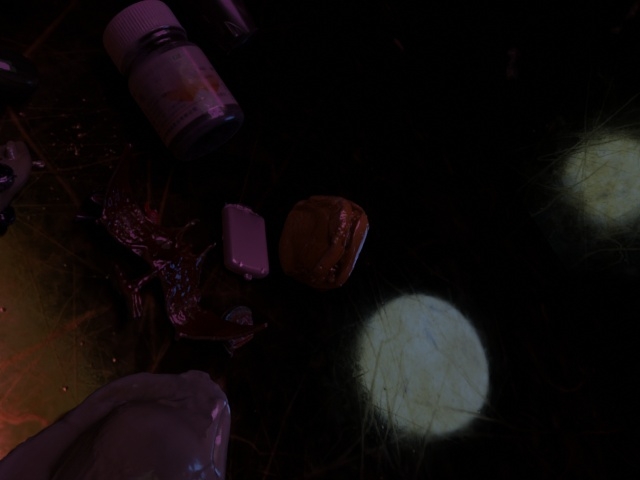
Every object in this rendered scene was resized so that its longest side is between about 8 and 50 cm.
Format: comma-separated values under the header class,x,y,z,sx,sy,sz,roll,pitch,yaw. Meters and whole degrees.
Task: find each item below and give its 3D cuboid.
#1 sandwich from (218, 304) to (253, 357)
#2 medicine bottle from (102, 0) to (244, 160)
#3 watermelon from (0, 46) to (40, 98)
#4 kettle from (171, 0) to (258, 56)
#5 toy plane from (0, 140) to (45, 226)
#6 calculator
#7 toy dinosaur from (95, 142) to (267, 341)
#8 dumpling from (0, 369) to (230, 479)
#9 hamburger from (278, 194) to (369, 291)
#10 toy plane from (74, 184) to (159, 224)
class,x,y,z,sx,sy,sz,roll,pitch,yaw
sandwich,-0.150,0.154,0.977,0.069,0.026,0.101,52,35,-2
medicine bottle,-0.286,-0.307,1.072,0.273,0.165,0.165,55,35,0
watermelon,-0.497,-0.263,0.867,0.110,0.078,0.078,0,62,-50
kettle,-0.262,-0.570,1.360,0.232,0.144,0.202,51,4,-17
toy plane,-0.472,-0.049,0.721,0.108,0.092,0.287,20,44,-10
calculator,-0.149,0.002,1.094,0.100,0.032,0.175,20,48,-38
toy dinosaur,-0.235,0.015,0.887,0.206,0.112,0.328,-6,76,-49
dumpling,-0.222,0.304,0.619,0.270,0.211,0.321,46,25,-7
hamburger,0.000,-0.002,1.127,0.108,0.213,0.214,27,44,-28
toy plane,-0.335,-0.053,0.919,0.145,0.037,0.060,9,59,-44
